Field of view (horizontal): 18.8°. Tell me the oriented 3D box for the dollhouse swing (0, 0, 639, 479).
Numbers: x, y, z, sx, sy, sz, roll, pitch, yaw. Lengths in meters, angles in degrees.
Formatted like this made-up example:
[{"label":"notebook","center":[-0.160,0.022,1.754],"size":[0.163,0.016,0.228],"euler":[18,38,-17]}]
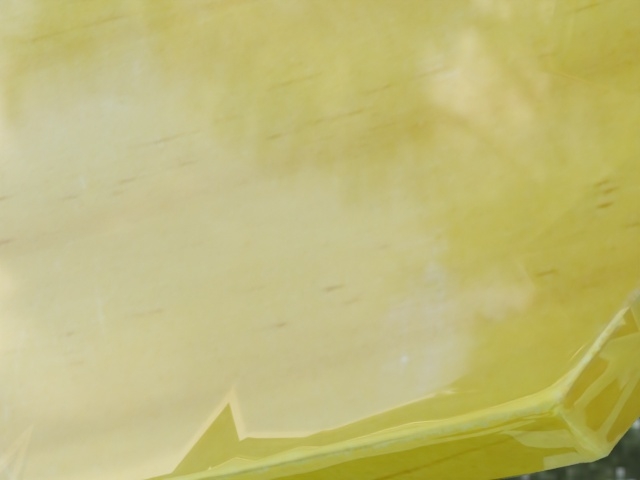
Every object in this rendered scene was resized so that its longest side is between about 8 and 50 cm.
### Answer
[{"label":"dollhouse swing","center":[0.000,0.000,0.620],"size":[0.305,0.346,0.315],"euler":[-7,-35,17]}]
